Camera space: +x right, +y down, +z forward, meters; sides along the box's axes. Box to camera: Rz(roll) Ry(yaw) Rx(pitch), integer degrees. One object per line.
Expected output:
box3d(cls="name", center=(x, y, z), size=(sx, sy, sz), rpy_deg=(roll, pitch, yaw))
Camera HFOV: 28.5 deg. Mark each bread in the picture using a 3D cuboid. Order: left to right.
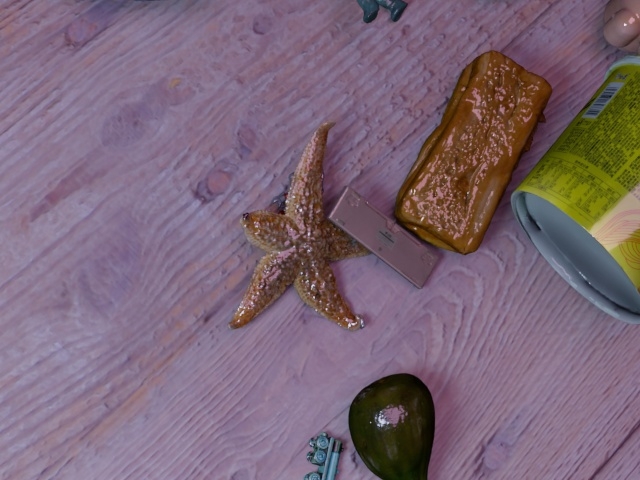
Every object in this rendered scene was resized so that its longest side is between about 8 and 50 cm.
box3d(cls="bread", center=(0.207, -0.114, 1.671), size=(0.139, 0.077, 0.271), rpy_deg=(29, 74, -8))

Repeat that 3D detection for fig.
box3d(cls="fig", center=(0.094, 0.255, 1.554), size=(0.117, 0.117, 0.177), rpy_deg=(-13, 102, -15))

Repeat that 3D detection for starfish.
box3d(cls="starfish", center=(-0.002, 0.000, 1.603), size=(0.231, 0.048, 0.295), rpy_deg=(25, 78, -23))

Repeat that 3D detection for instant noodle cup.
box3d(cls="instant noodle cup", center=(0.402, -0.049, 1.604), size=(0.221, 0.311, 0.311), rpy_deg=(-42, 89, -7))

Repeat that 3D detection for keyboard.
box3d(cls="keyboard", center=(0.081, -0.004, 1.615), size=(0.166, 0.017, 0.055), rpy_deg=(37, 74, -23))

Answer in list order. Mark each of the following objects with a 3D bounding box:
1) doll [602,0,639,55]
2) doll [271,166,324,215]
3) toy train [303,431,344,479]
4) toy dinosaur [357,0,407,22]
box3d(cls="doll", center=(0.508, -0.346, 1.782), size=(0.154, 0.119, 0.278), rpy_deg=(44, 62, -1))
box3d(cls="doll", center=(-0.020, -0.068, 1.631), size=(0.057, 0.039, 0.114), rpy_deg=(22, 80, 16))
box3d(cls="toy train", center=(0.004, 0.284, 1.558), size=(0.045, 0.029, 0.092), rpy_deg=(18, 73, -16))
box3d(cls="toy dinosaur", center=(0.018, -0.462, 1.710), size=(0.331, 0.129, 0.383), rpy_deg=(39, 71, 8))
